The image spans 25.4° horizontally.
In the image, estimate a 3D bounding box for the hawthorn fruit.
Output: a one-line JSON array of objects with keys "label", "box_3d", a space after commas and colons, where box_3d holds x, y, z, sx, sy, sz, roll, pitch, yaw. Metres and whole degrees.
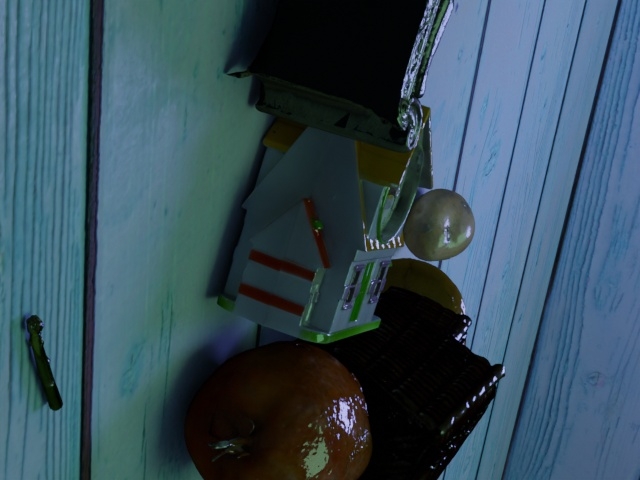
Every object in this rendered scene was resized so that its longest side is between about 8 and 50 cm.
[{"label": "hawthorn fruit", "box_3d": [-0.057, 0.217, 1.591, 0.299, 0.211, 0.211, 17, 92, -74]}]

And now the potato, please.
[{"label": "potato", "box_3d": [0.189, -0.023, 2.257, 0.147, 0.112, 0.112, -40, 146, -47]}]

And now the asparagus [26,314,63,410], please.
[{"label": "asparagus", "box_3d": [-0.240, 0.107, 1.232, 0.127, 0.015, 0.018, 89, 17, -49]}]

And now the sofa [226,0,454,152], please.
[{"label": "sofa", "box_3d": [0.050, -0.234, 1.449, 0.182, 0.200, 0.258, 9, 98, -70]}]

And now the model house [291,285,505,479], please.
[{"label": "model house", "box_3d": [0.115, 0.218, 1.828, 0.317, 0.282, 0.297, -36, 105, -53]}]

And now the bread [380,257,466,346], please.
[{"label": "bread", "box_3d": [0.118, 0.160, 2.092, 0.142, 0.195, 0.270, 8, 97, -79]}]

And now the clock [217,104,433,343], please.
[{"label": "clock", "box_3d": [0.025, -0.053, 1.616, 0.235, 0.166, 0.310, -6, 114, -71]}]
